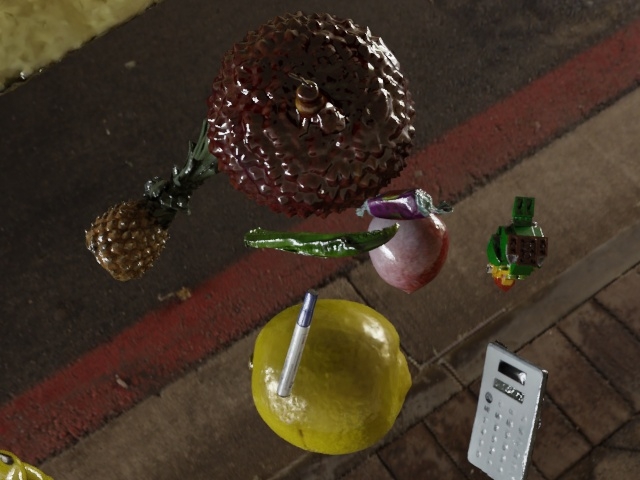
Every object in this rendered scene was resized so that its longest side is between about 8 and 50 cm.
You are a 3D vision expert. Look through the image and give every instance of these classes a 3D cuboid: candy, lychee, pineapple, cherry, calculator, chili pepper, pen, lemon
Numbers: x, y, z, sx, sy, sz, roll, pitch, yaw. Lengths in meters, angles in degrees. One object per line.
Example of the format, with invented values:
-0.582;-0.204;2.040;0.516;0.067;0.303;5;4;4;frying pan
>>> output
0.108;-0.049;1.012;0.045;0.043;0.175;-33;21;-36;candy
-0.011;-0.152;0.925;0.265;0.300;0.264;0;92;3;lychee
-0.228;-0.064;1.129;0.277;0.130;0.119;-44;85;1;pineapple
0.236;0.024;2.044;0.240;0.206;0.239;-6;76;25;cherry
0.357;0.337;1.421;0.021;0.261;0.161;0;13;-28;calculator
0.000;0.000;1.618;0.359;0.085;0.076;0;90;27;chili pepper
-0.038;0.169;1.211;0.025;0.204;0.025;14;24;-6;pen
0.017;0.282;1.559;0.348;0.348;0.347;-3;57;4;lemon

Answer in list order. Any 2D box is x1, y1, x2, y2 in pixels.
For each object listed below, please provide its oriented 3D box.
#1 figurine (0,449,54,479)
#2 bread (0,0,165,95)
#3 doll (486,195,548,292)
-0.553;0.426;1.232;0.169;0.326;0.218;-11;52;-4;figurine
-0.261;-0.125;0.562;0.405;0.241;0.346;-2;14;-21;bread
0.383;0.019;1.470;0.107;0.186;0.134;2;60;-5;doll
